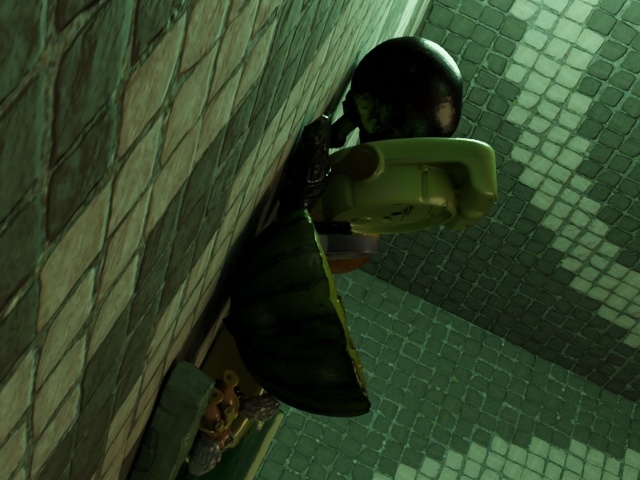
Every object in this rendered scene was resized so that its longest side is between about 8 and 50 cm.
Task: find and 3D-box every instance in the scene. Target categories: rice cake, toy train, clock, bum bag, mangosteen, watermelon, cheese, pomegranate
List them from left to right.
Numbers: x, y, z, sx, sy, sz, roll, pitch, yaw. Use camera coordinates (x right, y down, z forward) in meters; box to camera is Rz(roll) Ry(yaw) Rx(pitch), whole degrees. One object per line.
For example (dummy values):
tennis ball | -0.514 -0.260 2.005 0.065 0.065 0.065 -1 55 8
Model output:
rice cake | -0.222 0.300 1.418 0.063 0.066 0.336 -59 173 -58
toy train | -0.200 0.430 2.003 0.301 0.120 0.202 -63 -163 -14
cheese | -0.148 0.248 1.806 0.265 0.123 0.243 103 9 -80
watermelon | -0.043 0.134 1.513 0.331 0.189 0.331 -18 90 -83
bum bag | -0.019 -0.102 1.563 0.102 0.069 0.248 -40 159 -43
clock | 0.000 0.000 1.780 0.172 0.198 0.064 149 -59 -80
pomegranate | 0.032 -0.024 2.111 0.191 0.191 0.191 -64 177 -5
mangosteen | 0.128 -0.251 1.839 0.289 0.231 0.231 -22 152 -32
clock | 0.131 -0.090 1.808 0.286 0.348 0.117 103 -15 -77

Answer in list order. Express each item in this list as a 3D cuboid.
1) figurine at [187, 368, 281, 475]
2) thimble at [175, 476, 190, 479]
figurine | -0.164 0.267 1.515 0.174 0.116 0.240 -38 178 -29
thimble | -0.262 0.471 1.752 0.090 0.118 0.130 -68 -156 4
